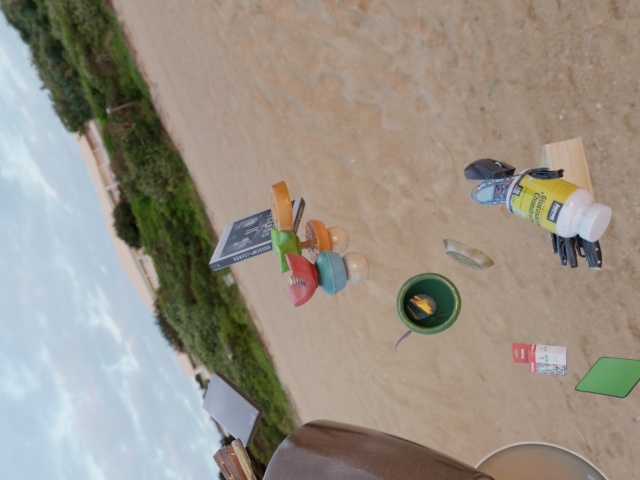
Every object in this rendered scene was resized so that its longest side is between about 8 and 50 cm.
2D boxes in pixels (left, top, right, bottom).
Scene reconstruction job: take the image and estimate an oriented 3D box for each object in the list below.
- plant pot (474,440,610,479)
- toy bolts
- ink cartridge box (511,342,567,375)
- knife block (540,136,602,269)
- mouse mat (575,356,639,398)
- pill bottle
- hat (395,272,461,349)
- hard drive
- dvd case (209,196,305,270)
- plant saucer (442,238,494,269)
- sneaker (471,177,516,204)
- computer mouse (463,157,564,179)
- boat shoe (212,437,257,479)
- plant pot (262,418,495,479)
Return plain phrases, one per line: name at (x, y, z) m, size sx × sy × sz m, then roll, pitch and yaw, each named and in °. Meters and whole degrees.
plant pot at (0.404, 0.515, 1.099) m, size 0.284 × 0.284 × 0.191 m, roll 62°, pitch -170°, yaw 30°
toy bolts at (0.000, 0.000, 1.188) m, size 0.228 × 0.158 × 0.218 m, roll -114°, pitch 18°, yaw -49°
ink cartridge box at (0.477, 0.259, 1.337) m, size 0.029 × 0.115 × 0.063 m, roll -57°, pitch -39°, yaw -49°
knife block at (0.600, -0.069, 1.450) m, size 0.242 × 0.088 × 0.275 m, roll -99°, pitch -4°, yaw -46°
mouse mat at (0.847, 0.394, 1.776) m, size 0.007 × 0.152 × 0.190 m, roll 53°, pitch 159°, yaw -8°
pill bottle at (0.474, -0.068, 1.222) m, size 0.184 × 0.103 × 0.103 m, roll 33°, pitch 151°, yaw 41°
hat at (0.292, 0.200, 1.788) m, size 0.183 × 0.208 × 0.173 m, roll 83°, pitch 166°, yaw -77°
hard drive at (-0.181, 0.345, 1.257) m, size 0.135 × 0.022 × 0.094 m, roll 32°, pitch 115°, yaw 27°
dvd case at (-0.159, -0.019, 1.566) m, size 0.029 × 0.239 × 0.179 m, roll 58°, pitch -155°, yaw -28°
plant saucer at (0.219, 0.024, 0.920) m, size 0.083 × 0.015 × 0.083 m, roll 28°, pitch 170°, yaw 5°
sneaker at (0.610, -0.168, 1.952) m, size 0.125 × 0.262 × 0.104 m, roll -20°, pitch -78°, yaw -69°
computer mouse at (0.360, -0.136, 1.155) m, size 0.242 × 0.071 × 0.041 m, roll 11°, pitch 107°, yaw 61°
boat shoe at (-0.138, 0.446, 1.089) m, size 0.064 × 0.060 × 0.178 m, roll 152°, pitch 96°, yaw -78°
plant pot at (0.085, 0.313, 0.689) m, size 0.230 × 0.215 × 0.215 m, roll -15°, pitch 100°, yaw 42°
